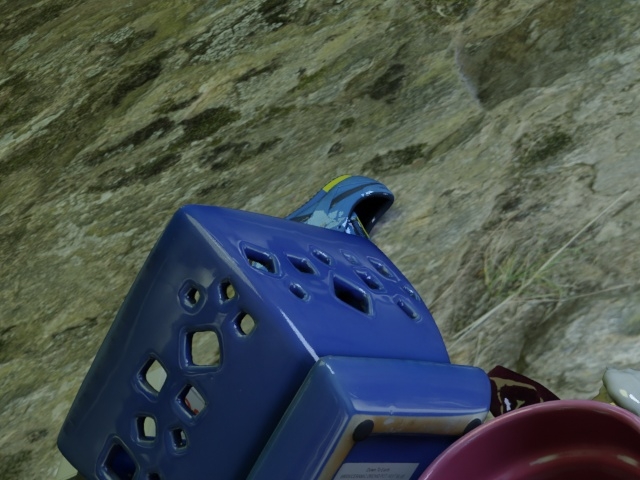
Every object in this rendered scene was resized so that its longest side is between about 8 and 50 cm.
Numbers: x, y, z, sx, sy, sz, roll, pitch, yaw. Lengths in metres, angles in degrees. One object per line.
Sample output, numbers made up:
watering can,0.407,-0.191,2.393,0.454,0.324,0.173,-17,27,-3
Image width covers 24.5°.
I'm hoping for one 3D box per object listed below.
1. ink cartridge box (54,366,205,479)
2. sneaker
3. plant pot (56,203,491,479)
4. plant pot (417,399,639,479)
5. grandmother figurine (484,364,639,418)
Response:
ink cartridge box,-0.138,0.274,1.263,0.114,0.197,0.273,-26,28,23
sneaker,0.000,0.000,1.706,0.209,0.069,0.082,-42,35,-21
plant pot,-0.023,0.134,1.129,0.212,0.236,0.236,43,111,36
plant pot,0.178,0.245,1.044,0.201,0.180,0.201,-22,30,13
grandmother figurine,0.149,0.193,1.248,0.342,0.104,0.207,-21,58,11
